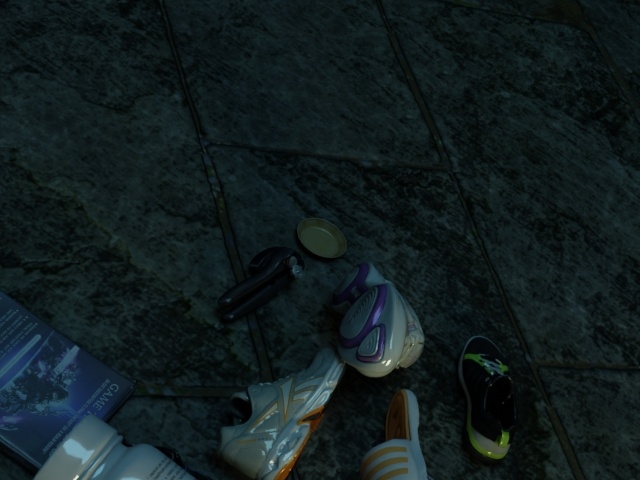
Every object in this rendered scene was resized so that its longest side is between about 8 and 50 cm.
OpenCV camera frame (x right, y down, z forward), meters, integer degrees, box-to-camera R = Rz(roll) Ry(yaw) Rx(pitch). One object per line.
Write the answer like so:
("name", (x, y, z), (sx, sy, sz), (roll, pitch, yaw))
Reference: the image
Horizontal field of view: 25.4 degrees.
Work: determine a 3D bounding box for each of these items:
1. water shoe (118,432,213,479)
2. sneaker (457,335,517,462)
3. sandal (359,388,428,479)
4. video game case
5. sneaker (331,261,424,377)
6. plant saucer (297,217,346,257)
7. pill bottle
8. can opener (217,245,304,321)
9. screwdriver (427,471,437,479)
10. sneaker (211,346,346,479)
("water shoe", (-0.184, 0.302, 1.752), (0.203, 0.080, 0.073), (19, 42, -12))
("sneaker", (0.260, 0.220, 2.084), (0.084, 0.097, 0.235), (17, 42, -16))
("sandal", (0.088, 0.299, 1.910), (0.076, 0.102, 0.265), (16, 34, -13))
("video game case", (-0.396, 0.169, 1.807), (0.274, 0.026, 0.196), (35, 41, 4))
("sneaker", (0.101, 0.127, 2.015), (0.152, 0.114, 0.305), (42, 12, -13))
("plant saucer", (0.000, 0.000, 2.219), (0.083, 0.015, 0.083), (16, 42, -15))
("pill bottle", (-0.195, 0.337, 1.636), (0.283, 0.160, 0.160), (38, 41, 3))
("can opener", (-0.086, 0.066, 2.082), (0.186, 0.073, 0.059), (-44, 116, -45))
("screwdriver", (0.184, 0.362, 1.954), (0.170, 0.024, 0.025), (38, 11, 6))
("sneaker", (-0.054, 0.216, 1.909), (0.121, 0.099, 0.262), (29, 39, 5))
